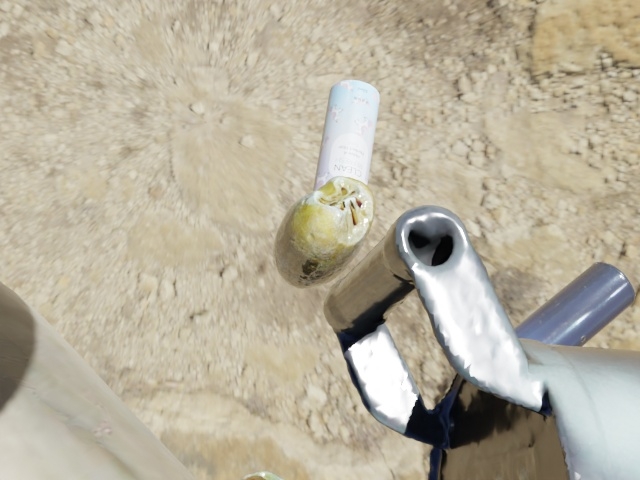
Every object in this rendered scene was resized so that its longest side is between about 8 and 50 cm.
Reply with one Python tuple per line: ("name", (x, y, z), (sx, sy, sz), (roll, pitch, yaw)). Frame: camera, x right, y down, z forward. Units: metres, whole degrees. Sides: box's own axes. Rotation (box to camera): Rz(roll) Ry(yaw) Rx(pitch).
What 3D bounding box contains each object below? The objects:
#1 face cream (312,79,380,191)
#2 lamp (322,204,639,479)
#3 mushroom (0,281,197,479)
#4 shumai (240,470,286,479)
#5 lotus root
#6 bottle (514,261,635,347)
("face cream", (0.033, -0.109, 1.522), (0.075, 0.075, 0.229), (12, 65, -7))
("lamp", (0.193, 0.152, 0.611), (0.272, 0.205, 0.374), (-13, 76, -19))
("mushroom", (-0.121, 0.092, 0.356), (0.154, 0.407, 0.137), (24, 95, -49))
("shumai", (-0.068, 0.397, 1.313), (0.204, 0.272, 0.222), (-28, 59, 16))
("lotus root", (0.000, 0.000, 1.237), (0.088, 0.192, 0.113), (44, 57, 8))
("bottle", (0.280, 0.118, 1.358), (0.244, 0.082, 0.072), (-36, 130, -23))
